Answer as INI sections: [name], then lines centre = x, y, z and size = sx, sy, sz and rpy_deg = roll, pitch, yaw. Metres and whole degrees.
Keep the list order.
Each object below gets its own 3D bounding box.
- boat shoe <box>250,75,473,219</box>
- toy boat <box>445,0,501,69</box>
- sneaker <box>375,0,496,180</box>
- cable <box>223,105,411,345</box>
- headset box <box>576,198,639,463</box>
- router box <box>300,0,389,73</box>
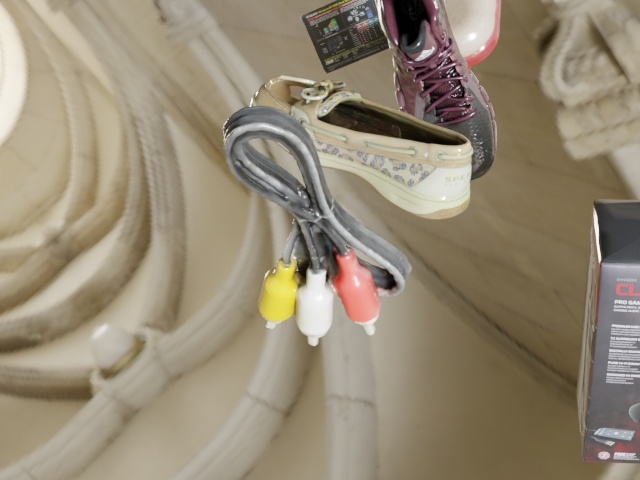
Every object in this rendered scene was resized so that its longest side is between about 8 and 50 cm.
[boat shoe]
centre = 0.046, -0.123, 1.306
size = 0.285, 0.089, 0.104
rpy_deg = 28, -138, 26
[toy boat]
centre = 0.191, -0.315, 1.698
size = 0.151, 0.151, 0.231
rpy_deg = -7, -121, 26
[sneaker]
centre = 0.123, -0.191, 1.397
size = 0.106, 0.281, 0.162
rpy_deg = -22, -173, 11
[cable]
centre = 0.000, 0.000, 1.010
size = 0.139, 0.287, 0.072
rpy_deg = 0, -121, 9
[headset box]
centre = 0.369, 0.082, 1.184
size = 0.218, 0.293, 0.110
rpy_deg = 1, -143, 6
[router box]
centre = 0.045, -0.304, 1.739
size = 0.122, 0.092, 0.038
rpy_deg = -18, -167, 28
